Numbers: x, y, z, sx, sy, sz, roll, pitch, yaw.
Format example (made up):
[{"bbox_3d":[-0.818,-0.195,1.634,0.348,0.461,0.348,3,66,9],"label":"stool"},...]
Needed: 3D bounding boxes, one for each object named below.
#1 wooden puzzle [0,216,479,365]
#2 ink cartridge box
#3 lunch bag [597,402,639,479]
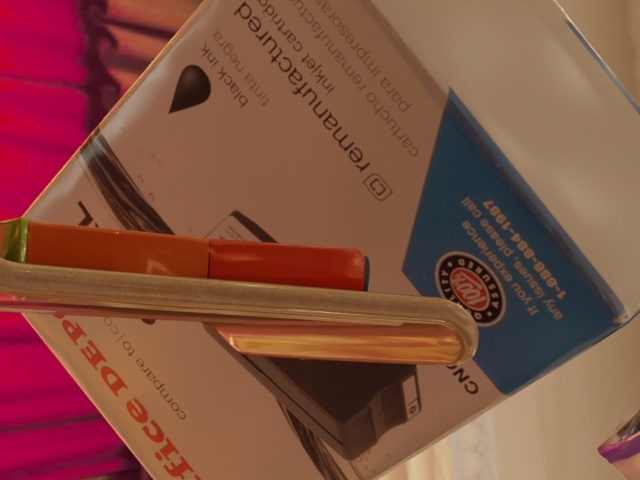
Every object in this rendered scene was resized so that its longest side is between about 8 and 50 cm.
[{"bbox_3d":[-0.084,0.018,0.617,0.221,0.238,0.044,-5,-104,57],"label":"wooden puzzle"},{"bbox_3d":[0.000,0.000,0.895,0.285,0.166,0.395,52,-48,3],"label":"ink cartridge box"},{"bbox_3d":[0.435,0.162,1.026,0.328,0.239,0.385,45,-52,5],"label":"lunch bag"}]
